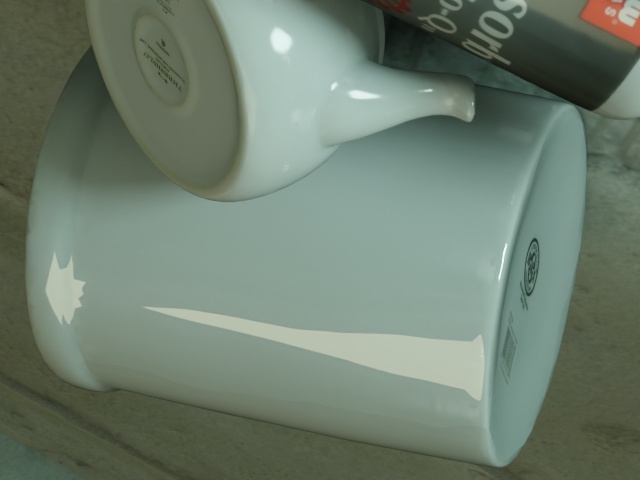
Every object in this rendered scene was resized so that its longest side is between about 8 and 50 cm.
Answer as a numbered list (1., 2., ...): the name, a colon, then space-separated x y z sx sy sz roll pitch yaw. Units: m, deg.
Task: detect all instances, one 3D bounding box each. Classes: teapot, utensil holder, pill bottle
1. teapot: -0.043 -0.163 1.419 0.252 0.187 0.256 -16 98 60
2. utensil holder: 0.000 0.000 1.620 0.385 0.327 0.327 10 149 18
3. pill bottle: 0.163 -0.205 1.251 0.363 0.210 0.210 25 152 -3
